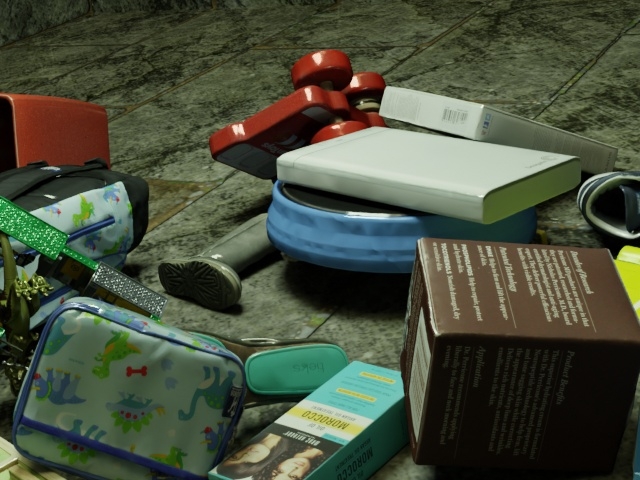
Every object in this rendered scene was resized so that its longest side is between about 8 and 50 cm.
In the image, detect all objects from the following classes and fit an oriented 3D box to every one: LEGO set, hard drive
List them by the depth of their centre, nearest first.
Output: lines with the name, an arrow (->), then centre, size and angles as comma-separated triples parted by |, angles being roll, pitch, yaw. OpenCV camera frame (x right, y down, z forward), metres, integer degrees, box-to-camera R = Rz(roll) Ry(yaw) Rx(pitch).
LEGO set -> -0.346, 0.124, 1.332 | 0.331, 0.192, 0.255 | 25, 40, -18
hard drive -> 0.145, -0.098, 1.555 | 0.353, 0.047, 0.233 | 14, 25, 40

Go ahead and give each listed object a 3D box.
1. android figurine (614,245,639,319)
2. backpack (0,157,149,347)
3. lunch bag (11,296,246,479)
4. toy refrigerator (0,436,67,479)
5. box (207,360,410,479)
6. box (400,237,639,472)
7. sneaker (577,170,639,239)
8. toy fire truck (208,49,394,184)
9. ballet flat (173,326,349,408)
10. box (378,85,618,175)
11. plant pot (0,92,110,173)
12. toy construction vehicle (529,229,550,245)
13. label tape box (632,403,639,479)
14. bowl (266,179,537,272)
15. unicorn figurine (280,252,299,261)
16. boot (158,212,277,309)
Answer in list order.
android figurine -> 0.360, 0.080, 1.362 | 0.248, 0.056, 0.272 | -27, 27, -36
backpack -> -0.454, 0.014, 1.629 | 0.290, 0.274, 0.355 | 2, 4, 20
lunch bag -> -0.193, 0.167, 1.147 | 0.218, 0.176, 0.090 | 22, 0, -8
toy refrigerator -> -0.312, 0.275, 1.115 | 0.102, 0.094, 0.269 | -27, 28, -36
box -> 0.004, 0.215, 1.173 | 0.100, 0.060, 0.244 | 10, 29, 38
box -> 0.192, 0.113, 1.124 | 0.203, 0.169, 0.167 | 3, 32, -4
sneaker -> 0.494, -0.064, 1.548 | 0.282, 0.099, 0.153 | -10, 5, 18
toy fire truck -> -0.012, -0.171, 1.890 | 0.253, 0.169, 0.302 | -24, -21, 25
ballet flat -> -0.104, 0.154, 1.275 | 0.280, 0.095, 0.096 | 7, -15, -19
box -> 0.286, -0.174, 1.799 | 0.322, 0.059, 0.232 | 12, 7, -38
plant pot -> -0.521, -0.142, 1.999 | 0.267, 0.267, 0.235 | 10, 17, 37
toy construction vehicle -> 0.266, -0.002, 1.613 | 0.086, 0.035, 0.098 | -28, 29, -36
label tape box -> 0.441, 0.139, 1.064 | 0.249, 0.115, 0.348 | 8, 31, 22
bowl -> 0.116, -0.054, 1.623 | 0.390, 0.077, 0.391 | -2, 19, 1
unicorn figurine -> 0.000, 0.000, 1.698 | 0.111, 0.060, 0.162 | -12, 7, 9
boot -> -0.113, 0.026, 1.668 | 0.208, 0.076, 0.189 | -20, 24, -38
